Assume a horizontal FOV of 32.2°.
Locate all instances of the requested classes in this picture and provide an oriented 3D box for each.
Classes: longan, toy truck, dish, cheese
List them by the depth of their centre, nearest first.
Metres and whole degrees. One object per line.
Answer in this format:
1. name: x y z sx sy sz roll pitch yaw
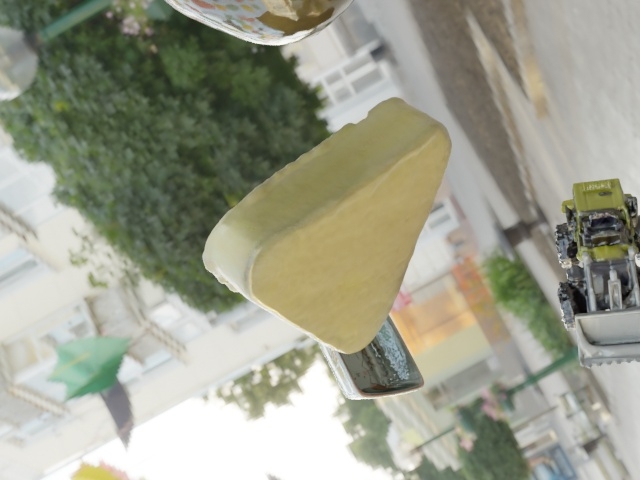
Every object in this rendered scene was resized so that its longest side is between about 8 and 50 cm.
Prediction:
1. longan: -0.085 -0.399 1.384 0.319 0.318 0.319 60 -175 -9
2. toy truck: 0.369 0.032 1.426 0.286 0.136 0.111 -84 -18 -49
3. cheese: 0.001 -0.001 1.510 0.104 0.384 0.384 36 170 32
4. dish: 0.056 0.167 1.821 0.154 0.064 0.234 -2 -125 -41
